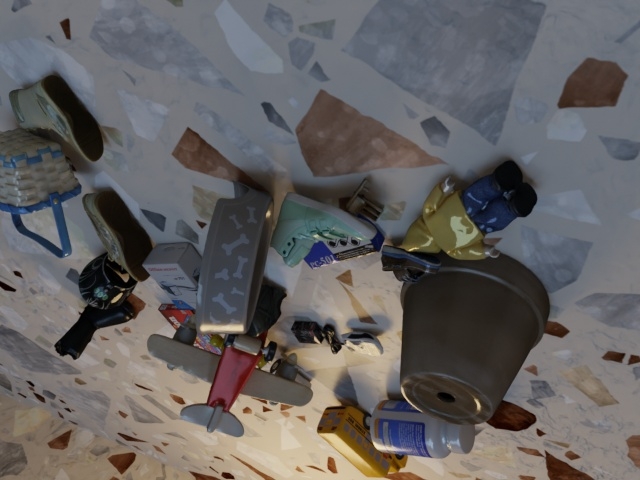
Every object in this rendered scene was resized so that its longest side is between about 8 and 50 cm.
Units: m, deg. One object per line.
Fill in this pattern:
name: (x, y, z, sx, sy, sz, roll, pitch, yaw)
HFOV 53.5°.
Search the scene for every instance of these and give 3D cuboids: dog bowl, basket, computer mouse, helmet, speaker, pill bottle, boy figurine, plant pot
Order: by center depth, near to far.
boy figurine: (0.270, -0.034, 1.208, 0.177, 0.092, 0.285, 52, 141, -1)
plant pot: (0.298, 0.220, 1.342, 0.323, 0.280, 0.323, 16, 142, 13)
dog bowl: (-0.179, 0.044, 1.386, 0.102, 0.349, 0.349, 11, 141, -1)
basket: (-0.717, -0.116, 1.583, 0.255, 0.201, 0.289, 23, 122, 32)
computer mouse: (0.094, 0.273, 1.716, 0.193, 0.042, 0.106, 0, 130, 38)
pill bottle: (0.292, 0.539, 1.811, 0.272, 0.152, 0.152, -6, 132, 35)
helmet: (-0.635, 0.123, 1.887, 0.161, 0.169, 0.169, -34, 114, 30)
speaker: (-0.093, 0.433, 1.995, 0.136, 0.055, 0.055, 41, 140, -18)

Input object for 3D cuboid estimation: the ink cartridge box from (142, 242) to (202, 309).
ink cartridge box: (-0.379, 0.102, 1.765, 0.140, 0.082, 0.190, -3, 134, 33)

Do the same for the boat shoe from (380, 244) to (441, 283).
boat shoe: (0.188, 0.055, 1.330, 0.066, 0.066, 0.183, 8, -175, -24)

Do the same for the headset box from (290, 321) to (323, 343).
headset box: (-0.032, 0.259, 1.778, 0.083, 0.032, 0.062, -1, 134, 33)

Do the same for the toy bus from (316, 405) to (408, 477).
toy bus: (0.141, 0.657, 2.052, 0.108, 0.130, 0.332, -18, 124, 43)

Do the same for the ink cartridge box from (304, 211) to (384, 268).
ink cartridge box: (0.033, 0.000, 1.433, 0.207, 0.046, 0.097, -17, 124, 42)

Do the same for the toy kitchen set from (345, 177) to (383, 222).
toy kitchen set: (0.101, -0.077, 1.291, 0.075, 0.083, 0.068, 33, 100, -7)

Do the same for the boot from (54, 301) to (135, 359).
boot: (-0.751, 0.302, 2.109, 0.246, 0.207, 0.094, -6, 131, 34)

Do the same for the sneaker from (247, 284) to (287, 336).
sneaker: (-0.176, 0.127, 1.683, 0.087, 0.130, 0.227, -29, 88, 52)

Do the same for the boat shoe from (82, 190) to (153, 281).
boat shoe: (-0.544, -0.012, 1.725, 0.089, 0.104, 0.285, 4, 126, 34)

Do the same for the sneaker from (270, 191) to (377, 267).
sneaker: (0.000, 0.000, 1.314, 0.256, 0.151, 0.094, 20, 178, 44)

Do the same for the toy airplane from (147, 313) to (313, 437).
toy airplane: (-0.254, 0.367, 1.843, 0.384, 0.272, 0.386, -21, 112, 6)

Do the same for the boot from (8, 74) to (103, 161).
boot: (-0.616, -0.271, 1.480, 0.165, 0.077, 0.213, -5, 127, 34)

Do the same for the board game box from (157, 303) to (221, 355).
board game box: (-0.392, 0.305, 2.048, 0.145, 0.027, 0.281, -3, 133, 35)
